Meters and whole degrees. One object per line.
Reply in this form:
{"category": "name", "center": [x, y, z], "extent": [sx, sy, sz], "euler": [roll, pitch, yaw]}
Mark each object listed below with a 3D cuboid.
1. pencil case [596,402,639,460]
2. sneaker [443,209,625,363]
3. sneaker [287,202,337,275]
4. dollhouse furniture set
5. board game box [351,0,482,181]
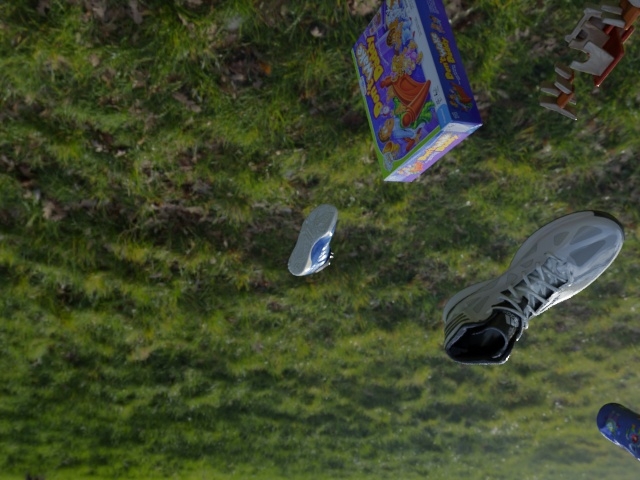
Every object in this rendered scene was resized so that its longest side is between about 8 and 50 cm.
{"category": "pencil case", "center": [0.952, 0.590, 1.389], "extent": [0.119, 0.133, 0.306], "euler": [12, -179, -2]}
{"category": "sneaker", "center": [0.448, 0.129, 0.995], "extent": [0.447, 0.169, 0.257], "euler": [-43, -179, 26]}
{"category": "sneaker", "center": [-0.001, 0.000, 0.915], "extent": [0.084, 0.058, 0.152], "euler": [6, 112, -62]}
{"category": "dollhouse furniture set", "center": [0.632, -0.431, 1.053], "extent": [0.135, 0.259, 0.262], "euler": [26, 138, 1]}
{"category": "board game box", "center": [0.184, -0.331, 0.991], "extent": [0.078, 0.347, 0.233], "euler": [-2, 160, -27]}
